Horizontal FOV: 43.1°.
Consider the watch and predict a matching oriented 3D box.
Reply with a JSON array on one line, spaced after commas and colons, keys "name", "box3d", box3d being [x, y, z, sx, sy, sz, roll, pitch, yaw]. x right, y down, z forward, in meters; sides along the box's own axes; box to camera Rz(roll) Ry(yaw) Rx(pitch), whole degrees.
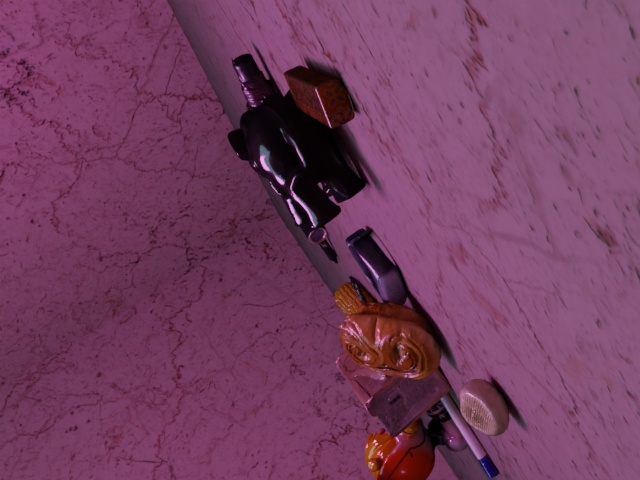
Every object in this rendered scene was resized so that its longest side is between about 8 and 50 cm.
[{"name": "watch", "box3d": [0.126, 0.058, 1.905, 0.193, 0.068, 0.206, 53, 175, 41]}]

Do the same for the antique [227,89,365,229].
[{"name": "antique", "box3d": [-0.049, -0.172, 1.614, 0.255, 0.185, 0.322, 52, 176, -10]}]

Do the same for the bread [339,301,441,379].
[{"name": "bread", "box3d": [0.165, 0.236, 1.878, 0.236, 0.120, 0.198, 6, 142, 29]}]

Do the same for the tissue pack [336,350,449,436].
[{"name": "tissue pack", "box3d": [0.169, 0.344, 2.222, 0.238, 0.239, 0.305, 60, 175, -20]}]

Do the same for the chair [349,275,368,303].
[{"name": "chair", "box3d": [0.165, 0.180, 2.034, 0.106, 0.113, 0.229, -169, 59, -83]}]

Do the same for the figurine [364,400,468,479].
[{"name": "figurine", "box3d": [0.265, 0.602, 2.351, 0.196, 0.323, 0.320, 57, 176, 29]}]

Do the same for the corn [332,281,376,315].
[{"name": "corn", "box3d": [0.126, 0.215, 2.657, 0.106, 0.106, 0.305, 60, 173, -19]}]

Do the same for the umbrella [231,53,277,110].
[{"name": "umbrella", "box3d": [-0.127, -0.317, 1.990, 0.326, 0.090, 0.094, 62, 177, -34]}]

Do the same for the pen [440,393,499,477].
[{"name": "pen", "box3d": [0.405, 0.531, 2.229, 0.269, 0.033, 0.033, 58, 175, 5]}]

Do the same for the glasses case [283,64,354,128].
[{"name": "glasses case", "box3d": [-0.004, -0.250, 1.383, 0.075, 0.049, 0.218, 67, 172, -22]}]

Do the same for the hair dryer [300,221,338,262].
[{"name": "hair dryer", "box3d": [0.000, 0.000, 2.873, 0.128, 0.070, 0.255, 55, 179, 43]}]

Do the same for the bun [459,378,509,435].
[{"name": "bun", "box3d": [0.318, 0.314, 1.544, 0.115, 0.069, 0.115, 42, 149, 32]}]
